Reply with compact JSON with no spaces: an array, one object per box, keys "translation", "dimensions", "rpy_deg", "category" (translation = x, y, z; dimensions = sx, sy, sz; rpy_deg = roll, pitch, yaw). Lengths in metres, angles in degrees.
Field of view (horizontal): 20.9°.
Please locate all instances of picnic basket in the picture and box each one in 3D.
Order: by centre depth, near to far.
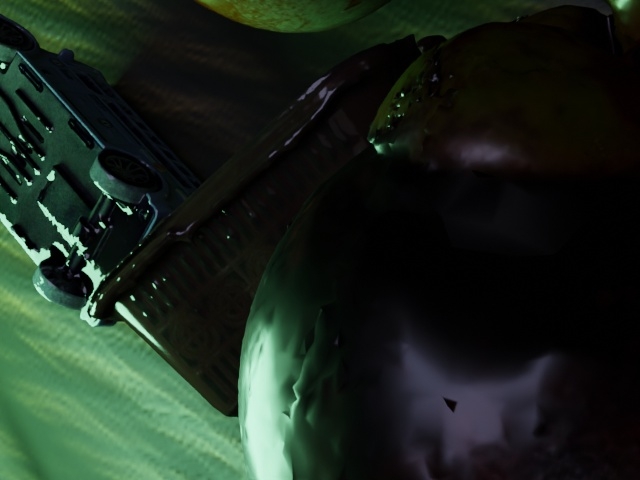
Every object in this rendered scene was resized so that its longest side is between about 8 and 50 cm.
[{"translation":[0.000,0.000,1.198],"dimensions":[0.297,0.222,0.129],"rpy_deg":[-41,81,27],"category":"picnic basket"}]

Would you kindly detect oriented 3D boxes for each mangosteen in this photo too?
[{"translation":[0.154,0.062,0.947],"dimensions":[0.381,0.381,0.421],"rpy_deg":[1,59,40],"category":"mangosteen"}]

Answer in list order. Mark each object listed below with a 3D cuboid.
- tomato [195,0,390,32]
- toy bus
[{"translation":[-0.006,-0.282,1.224],"dimensions":[0.270,0.222,0.270],"rpy_deg":[3,97,24],"category":"tomato"},{"translation":[-0.202,-0.063,1.404],"dimensions":[0.292,0.133,0.125],"rpy_deg":[45,116,33],"category":"toy bus"}]
